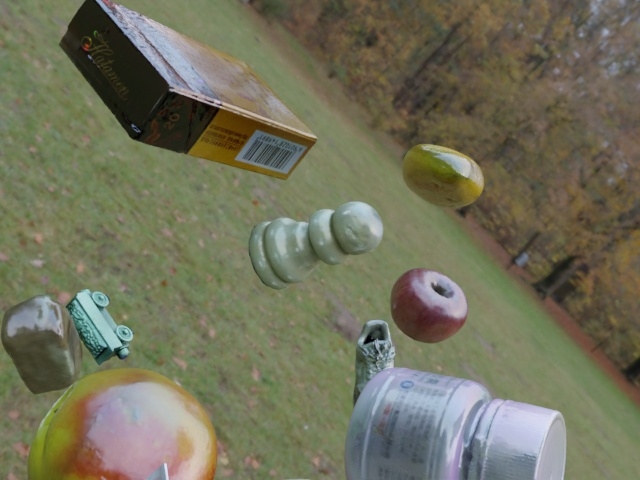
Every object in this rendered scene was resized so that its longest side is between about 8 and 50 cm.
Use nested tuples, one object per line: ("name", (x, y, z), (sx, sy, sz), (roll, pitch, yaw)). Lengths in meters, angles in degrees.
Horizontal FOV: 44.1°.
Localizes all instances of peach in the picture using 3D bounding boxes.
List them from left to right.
("peach", (-0.243, 0.274, 0.991), (0.231, 0.231, 0.231), (44, 11, -11))

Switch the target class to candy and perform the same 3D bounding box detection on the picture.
("candy", (-0.478, 0.183, 1.368), (0.234, 0.104, 0.102), (100, -21, -55))

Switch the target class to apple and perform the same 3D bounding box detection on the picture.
("apple", (0.205, 0.127, 1.521), (0.153, 0.120, 0.153), (19, 34, -13))

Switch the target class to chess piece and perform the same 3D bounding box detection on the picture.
("chess piece", (0.000, 0.000, 1.449), (0.133, 0.243, 0.133), (33, 48, -46))

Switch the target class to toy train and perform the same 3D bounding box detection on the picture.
("toy train", (-0.460, 0.176, 1.625), (0.172, 0.070, 0.099), (52, 25, 14))

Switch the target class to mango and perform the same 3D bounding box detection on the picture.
("mango", (0.255, -0.136, 1.641), (0.176, 0.119, 0.317), (28, 3, 4))

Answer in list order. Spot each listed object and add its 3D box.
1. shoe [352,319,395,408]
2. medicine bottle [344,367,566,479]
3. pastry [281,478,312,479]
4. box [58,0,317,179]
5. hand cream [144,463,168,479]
("shoe", (0.133, 0.318, 1.938), (0.293, 0.109, 0.149), (-92, -178, -52))
("medicine bottle", (0.216, 0.341, 1.256), (0.302, 0.241, 0.241), (6, -11, 29))
("pastry", (-0.033, 0.468, 1.107), (0.265, 0.133, 0.265), (9, 41, -8))
("box", (-0.219, -0.256, 1.384), (0.264, 0.116, 0.415), (50, 21, 25))
("hand cream", (-0.190, 0.283, 0.774), (0.052, 0.216, 0.038), (52, 44, 7))
